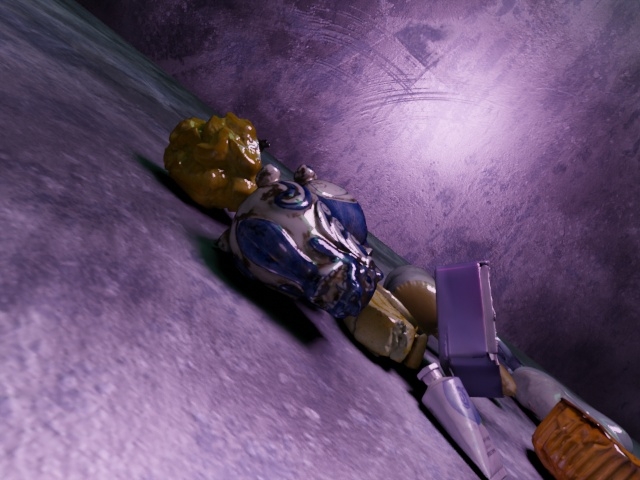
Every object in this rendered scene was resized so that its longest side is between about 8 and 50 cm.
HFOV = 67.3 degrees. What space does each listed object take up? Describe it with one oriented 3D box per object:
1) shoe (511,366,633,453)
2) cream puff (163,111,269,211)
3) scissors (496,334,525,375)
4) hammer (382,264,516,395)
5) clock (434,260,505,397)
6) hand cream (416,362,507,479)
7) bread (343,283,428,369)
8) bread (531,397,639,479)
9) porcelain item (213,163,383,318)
[{"bbox_3d":[0.479,0.355,0.962,0.100,0.103,0.251,-16,31,-35],"label":"shoe"},{"bbox_3d":[-0.149,-0.101,0.681,0.156,0.156,0.121,30,54,-44],"label":"cream puff"},{"bbox_3d":[0.520,0.366,1.111,0.383,0.029,0.256,48,-3,44],"label":"scissors"},{"bbox_3d":[0.241,0.175,0.884,0.305,0.113,0.202,43,11,-1],"label":"hammer"},{"bbox_3d":[0.213,0.130,0.680,0.193,0.073,0.145,56,33,-53],"label":"clock"},{"bbox_3d":[0.164,0.207,0.554,0.142,0.053,0.084,55,15,30],"label":"hand cream"},{"bbox_3d":[0.082,0.110,0.655,0.117,0.064,0.156,31,11,-17],"label":"bread"},{"bbox_3d":[0.397,0.330,0.682,0.199,0.104,0.199,40,4,-3],"label":"bread"},{"bbox_3d":[0.000,0.000,0.610,0.186,0.138,0.288,33,10,8],"label":"porcelain item"}]
